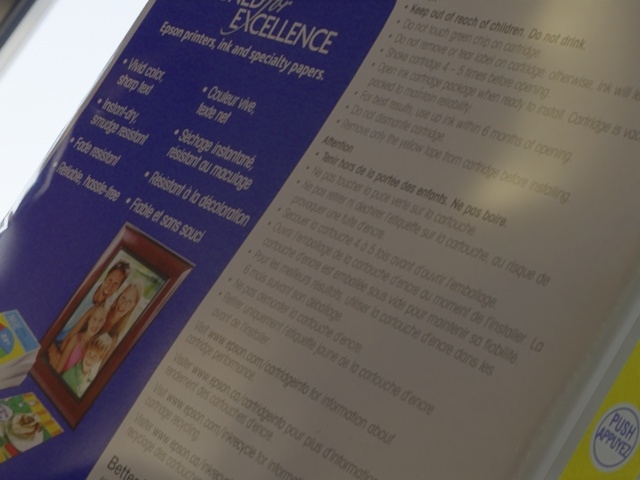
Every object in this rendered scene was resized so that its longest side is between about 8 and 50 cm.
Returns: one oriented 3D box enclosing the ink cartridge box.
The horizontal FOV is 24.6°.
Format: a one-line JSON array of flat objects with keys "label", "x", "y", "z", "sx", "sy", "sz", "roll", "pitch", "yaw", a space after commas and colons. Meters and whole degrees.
[{"label": "ink cartridge box", "x": 0.000, "y": 0.000, "z": 0.505, "sx": 0.072, "sy": 0.307, "sz": 0.303, "roll": 39, "pitch": -9, "yaw": -38}]
